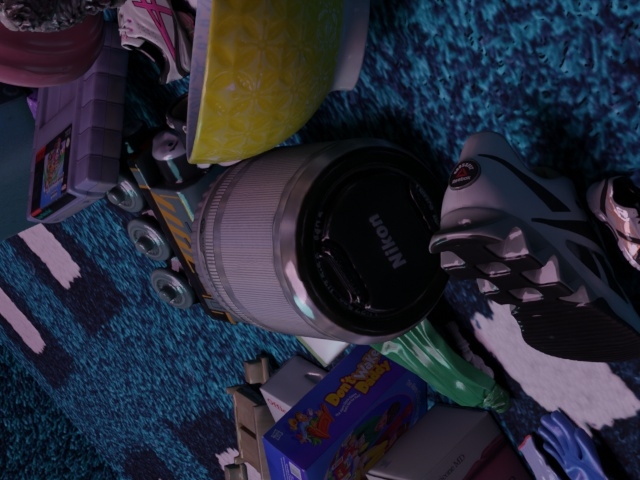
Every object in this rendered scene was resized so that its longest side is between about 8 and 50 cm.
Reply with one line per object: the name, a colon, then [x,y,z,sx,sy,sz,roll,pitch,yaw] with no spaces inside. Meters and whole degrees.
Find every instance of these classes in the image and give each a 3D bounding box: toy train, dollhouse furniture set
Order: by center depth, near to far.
toy train: [-0.172,-0.025,1.910,0.190,0.142,0.334,7,132,40]
dollhouse furniture set: [-0.062,0.345,2.379,0.303,0.173,0.356,-166,69,-71]

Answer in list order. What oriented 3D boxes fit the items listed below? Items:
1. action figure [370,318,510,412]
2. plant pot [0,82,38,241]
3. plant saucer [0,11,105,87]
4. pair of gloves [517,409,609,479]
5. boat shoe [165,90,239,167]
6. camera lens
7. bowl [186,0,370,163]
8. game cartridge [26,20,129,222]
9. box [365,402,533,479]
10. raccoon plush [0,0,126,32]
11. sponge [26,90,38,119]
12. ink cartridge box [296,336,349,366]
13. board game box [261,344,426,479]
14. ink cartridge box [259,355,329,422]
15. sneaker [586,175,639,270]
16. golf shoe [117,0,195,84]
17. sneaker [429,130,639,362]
action figure: [0.139,0.135,1.676,0.232,0.063,0.137,39,143,-1]
plant pot: [-0.598,-0.163,2.306,0.247,0.248,0.252,36,135,26]
plant saucer: [-0.403,-0.333,1.671,0.332,0.332,0.084,46,122,7]
pair of gloves: [0.298,0.295,1.655,0.159,0.023,0.198,61,156,18]
boat shoe: [-0.113,-0.151,1.628,0.091,0.114,0.302,51,157,-13]
camera lens: [0.000,0.000,1.528,0.219,0.219,0.274,57,155,-18]
bowl: [-0.039,-0.211,1.322,0.156,0.289,0.289,5,155,-8]
game cartridge: [-0.352,-0.154,1.935,0.068,0.230,0.355,12,167,-23]
box: [0.197,0.352,1.806,0.232,0.148,0.127,56,155,-17]
raccoon plush: [-0.347,-0.415,1.416,0.299,0.216,0.446,50,166,37]
sponge: [-0.384,-0.157,2.185,0.210,0.031,0.117,31,150,37]
ink cartridge box: [0.016,0.039,1.769,0.171,0.056,0.235,47,132,4]
board game box: [0.044,0.301,1.887,0.078,0.233,0.347,35,152,28]
ink cartridge box: [0.007,0.296,2.123,0.148,0.086,0.203,24,147,44]
sneaker: [0.287,-0.013,1.240,0.109,0.040,0.044,48,154,2]
golf shoe: [-0.216,-0.276,1.656,0.186,0.086,0.067,50,158,0]
sneaker: [0.228,0.010,1.313,0.122,0.146,0.330,-8,147,33]
